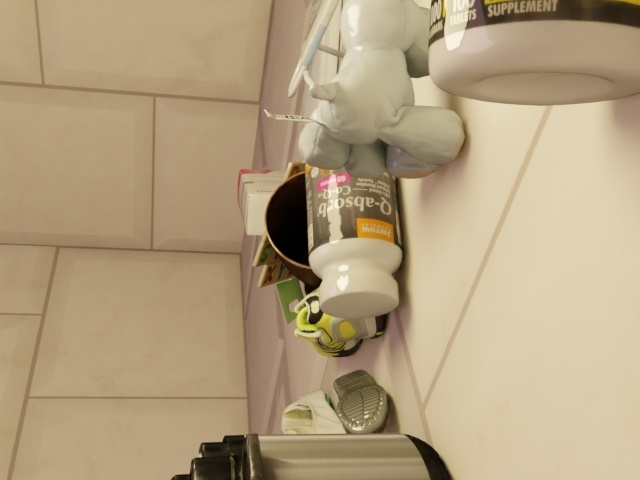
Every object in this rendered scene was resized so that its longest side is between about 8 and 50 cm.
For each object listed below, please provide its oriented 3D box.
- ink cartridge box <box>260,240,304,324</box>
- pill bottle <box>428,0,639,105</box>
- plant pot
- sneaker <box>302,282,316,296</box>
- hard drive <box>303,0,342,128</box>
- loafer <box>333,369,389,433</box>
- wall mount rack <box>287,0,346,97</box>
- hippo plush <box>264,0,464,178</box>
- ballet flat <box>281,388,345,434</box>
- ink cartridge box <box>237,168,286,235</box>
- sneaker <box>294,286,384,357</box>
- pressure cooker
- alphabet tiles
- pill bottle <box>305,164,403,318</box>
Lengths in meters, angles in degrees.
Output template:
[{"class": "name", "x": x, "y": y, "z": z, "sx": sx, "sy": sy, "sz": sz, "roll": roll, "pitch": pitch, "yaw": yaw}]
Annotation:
[{"class": "ink cartridge box", "x": -0.076, "y": 0.093, "z": 2.035, "sx": 0.171, "sy": 0.056, "sz": 0.235, "roll": -30, "pitch": -78, "yaw": -69}, {"class": "pill bottle", "x": 0.187, "y": -0.290, "z": 0.605, "sx": 0.188, "sy": 0.187, "sz": 0.334, "roll": -176, "pitch": 89, "yaw": -79}, {"class": "plant pot", "x": 0.005, "y": 0.008, "z": 1.508, "sx": 0.230, "sy": 0.215, "sz": 0.216, "roll": 86, "pitch": -179, "yaw": -63}, {"class": "sneaker", "x": 0.009, "y": 0.006, "z": 1.692, "sx": 0.108, "sy": 0.100, "sz": 0.272, "roll": -89, "pitch": 8, "yaw": -61}, {"class": "hard drive", "x": 0.002, "y": -0.441, "z": 1.952, "sx": 0.233, "sy": 0.047, "sz": 0.353, "roll": -145, "pitch": 58, "yaw": -77}, {"class": "loafer", "x": 0.080, "y": 0.305, "z": 1.328, "sx": 0.251, "sy": 0.094, "sz": 0.088, "roll": -101, "pitch": -9, "yaw": -82}, {"class": "wall mount rack", "x": 0.055, "y": -0.364, "z": 1.319, "sx": 0.304, "sy": 0.130, "sz": 0.350, "roll": -87, "pitch": 21, "yaw": -53}, {"class": "hippo plush", "x": 0.065, "y": -0.234, "z": 1.062, "sx": 0.234, "sy": 0.294, "sz": 0.237, "roll": -14, "pitch": 64, "yaw": 56}, {"class": "ballet flat", "x": -0.024, "y": 0.420, "z": 1.676, "sx": 0.400, "sy": 0.139, "sz": 0.139, "roll": -168, "pitch": 80, "yaw": -79}, {"class": "ink cartridge box", "x": -0.115, "y": -0.107, "z": 2.051, "sx": 0.283, "sy": 0.207, "sz": 0.117, "roll": -117, "pitch": 31, "yaw": -68}, {"class": "sneaker", "x": 0.015, "y": 0.151, "z": 1.498, "sx": 0.385, "sy": 0.147, "sz": 0.145, "roll": 119, "pitch": 150, "yaw": -68}, {"class": "pressure cooker", "x": -0.045, "y": 0.454, "z": 1.027, "sx": 0.375, "sy": 0.420, "sz": 0.370, "roll": 133, "pitch": 139, "yaw": -72}, {"class": "alphabet tiles", "x": -0.038, "y": -0.063, "z": 1.614, "sx": 0.285, "sy": 0.011, "sz": 0.343, "roll": -12, "pitch": -55, "yaw": -65}, {"class": "pill bottle", "x": 0.057, "y": -0.018, "z": 1.279, "sx": 0.162, "sy": 0.162, "sz": 0.279, "roll": 114, "pitch": 155, "yaw": -62}]
